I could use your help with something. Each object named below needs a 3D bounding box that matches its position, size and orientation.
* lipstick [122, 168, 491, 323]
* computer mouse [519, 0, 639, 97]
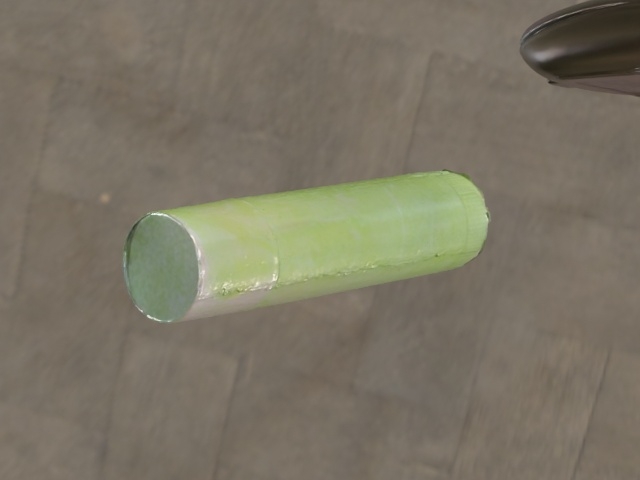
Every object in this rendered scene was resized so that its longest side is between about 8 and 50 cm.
[{"bbox_3d":[0.000,0.000,1.240,0.076,0.304,0.076,7,101,40],"label":"lipstick"},{"bbox_3d":[0.223,-0.122,1.148,0.120,0.232,0.057,8,87,-32],"label":"computer mouse"}]
